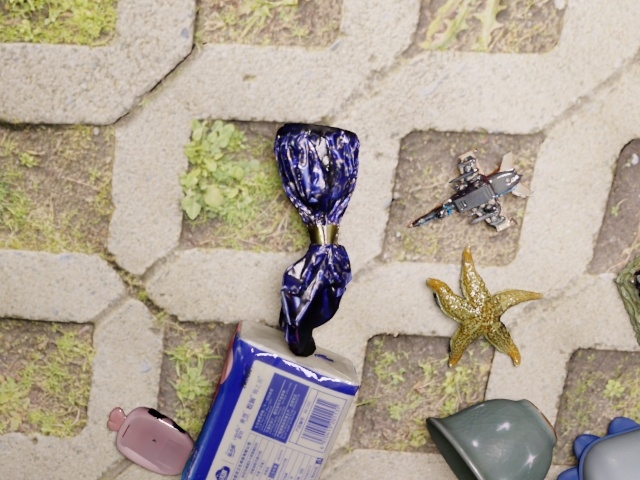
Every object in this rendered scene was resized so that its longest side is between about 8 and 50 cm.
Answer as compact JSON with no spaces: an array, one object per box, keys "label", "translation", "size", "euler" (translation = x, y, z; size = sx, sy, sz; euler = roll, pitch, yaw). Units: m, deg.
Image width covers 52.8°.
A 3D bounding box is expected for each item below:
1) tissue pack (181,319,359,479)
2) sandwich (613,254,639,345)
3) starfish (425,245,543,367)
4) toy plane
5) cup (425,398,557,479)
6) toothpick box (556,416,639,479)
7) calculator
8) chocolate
[{"label":"tissue pack","translation":[-0.078,0.289,1.026],"size":[0.209,0.137,0.269],"euler":[21,98,1]},{"label":"sandwich","translation":[0.609,0.078,0.931],"size":[0.326,0.131,0.262],"euler":[5,103,4]},{"label":"starfish","translation":[0.264,0.110,1.011],"size":[0.176,0.053,0.208],"euler":[-24,104,-2]},{"label":"toy plane","translation":[0.218,-0.059,0.969],"size":[0.188,0.062,0.135],"euler":[-27,99,9]},{"label":"cup","translation":[0.280,0.319,0.993],"size":[0.150,0.199,0.199],"euler":[-32,97,-8]},{"label":"toothpick box","translation":[0.543,0.372,0.951],"size":[0.355,0.263,0.263],"euler":[-20,99,9]},{"label":"calculator","translation":[-0.291,0.342,1.104],"size":[0.166,0.024,0.103],"euler":[30,102,-3]},{"label":"chocolate","translation":[-0.003,0.004,0.954],"size":[0.126,0.148,0.343],"euler":[1,95,13]}]
